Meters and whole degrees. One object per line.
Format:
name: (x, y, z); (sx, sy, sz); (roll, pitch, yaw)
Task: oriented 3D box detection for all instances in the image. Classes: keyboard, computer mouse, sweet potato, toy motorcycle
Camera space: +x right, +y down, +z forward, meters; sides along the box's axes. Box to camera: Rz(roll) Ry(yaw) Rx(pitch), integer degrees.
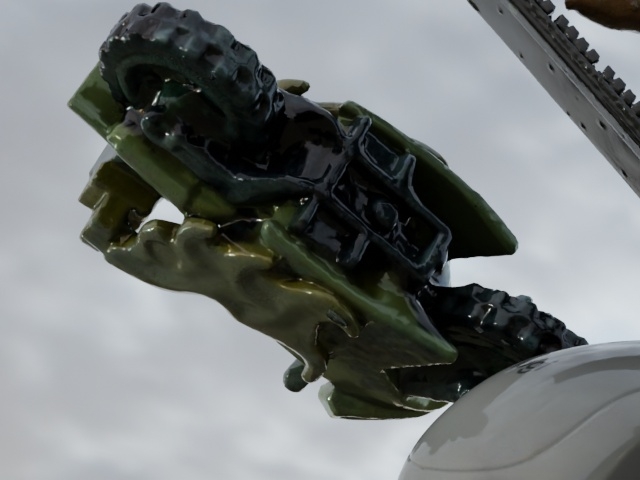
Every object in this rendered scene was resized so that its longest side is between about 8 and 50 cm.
keyboard: (0.162, -0.097, 1.066); (0.023, 0.231, 0.072); (-35, -18, -11)
computer mouse: (0.175, 0.114, 0.986); (0.297, 0.121, 0.184); (-17, 2, -16)
sweet potato: (0.239, -0.143, 1.134); (0.179, 0.044, 0.044); (11, -28, -26)
toy motorcycle: (0.000, 0.000, 1.175); (0.410, 0.169, 0.237); (41, -30, -15)
